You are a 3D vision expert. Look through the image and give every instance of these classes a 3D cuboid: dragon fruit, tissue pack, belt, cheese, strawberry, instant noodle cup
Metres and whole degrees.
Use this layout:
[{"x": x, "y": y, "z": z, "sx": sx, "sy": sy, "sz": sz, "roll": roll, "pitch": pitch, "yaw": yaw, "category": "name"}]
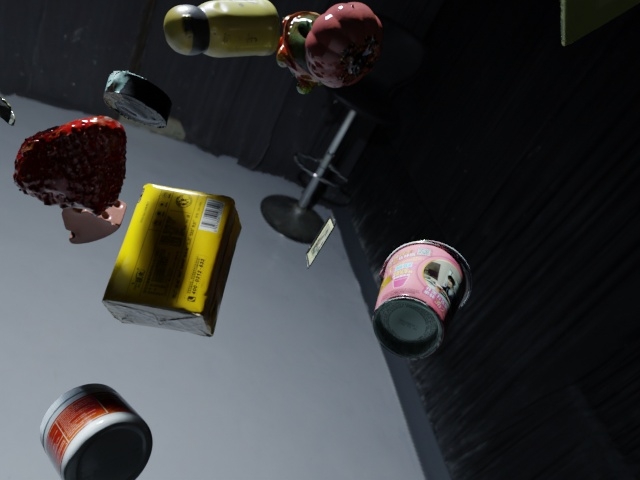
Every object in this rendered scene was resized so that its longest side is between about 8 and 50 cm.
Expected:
[{"x": -0.034, "y": -0.671, "z": 1.834, "sx": 0.268, "sy": 0.130, "sz": 0.296, "roll": -1, "pitch": 88, "yaw": -38, "category": "dragon fruit"}, {"x": -0.414, "y": 0.059, "z": 1.509, "sx": 0.292, "sy": 0.228, "sz": 0.382, "roll": 9, "pitch": 60, "yaw": 0, "category": "tissue pack"}, {"x": -0.500, "y": -0.384, "z": 1.419, "sx": 0.151, "sy": 0.078, "sz": 0.198, "roll": 6, "pitch": -14, "yaw": 24, "category": "belt"}, {"x": -0.789, "y": -0.072, "z": 1.739, "sx": 0.202, "sy": 0.177, "sz": 0.128, "roll": 26, "pitch": 37, "yaw": -31, "category": "cheese"}, {"x": -0.599, "y": -0.193, "z": 1.277, "sx": 0.260, "sy": 0.258, "sz": 0.261, "roll": 14, "pitch": 11, "yaw": -3, "category": "strawberry"}, {"x": 0.235, "y": 0.149, "z": 1.261, "sx": 0.243, "sy": 0.244, "sz": 0.255, "roll": 35, "pitch": 30, "yaw": 6, "category": "instant noodle cup"}]

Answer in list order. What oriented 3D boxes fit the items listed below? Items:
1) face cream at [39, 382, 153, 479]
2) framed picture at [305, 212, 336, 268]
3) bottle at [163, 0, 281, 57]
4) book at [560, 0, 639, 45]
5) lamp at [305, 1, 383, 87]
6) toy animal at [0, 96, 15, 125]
[{"x": -0.517, "y": 0.460, "z": 1.201, "sx": 0.201, "sy": 0.201, "sz": 0.187, "roll": -6, "pitch": 17, "yaw": -43, "category": "face cream"}, {"x": 0.000, "y": 0.000, "z": 1.926, "sx": 0.010, "sy": 0.195, "sz": 0.199, "roll": 30, "pitch": 11, "yaw": -11, "category": "framed picture"}, {"x": -0.312, "y": -0.660, "z": 1.619, "sx": 0.351, "sy": 0.172, "sz": 0.172, "roll": -15, "pitch": 53, "yaw": -33, "category": "bottle"}, {"x": 0.571, "y": -0.549, "z": 0.992, "sx": 0.352, "sy": 0.239, "sz": 0.035, "roll": 36, "pitch": 26, "yaw": -61, "category": "book"}, {"x": 0.056, "y": -0.406, "z": 1.097, "sx": 0.182, "sy": 0.182, "sz": 0.140, "roll": -11, "pitch": 51, "yaw": -46, "category": "lamp"}, {"x": -0.520, "y": -0.215, "z": 0.668, "sx": 0.219, "sy": 0.155, "sz": 0.095, "roll": 59, "pitch": 44, "yaw": -27, "category": "toy animal"}]
